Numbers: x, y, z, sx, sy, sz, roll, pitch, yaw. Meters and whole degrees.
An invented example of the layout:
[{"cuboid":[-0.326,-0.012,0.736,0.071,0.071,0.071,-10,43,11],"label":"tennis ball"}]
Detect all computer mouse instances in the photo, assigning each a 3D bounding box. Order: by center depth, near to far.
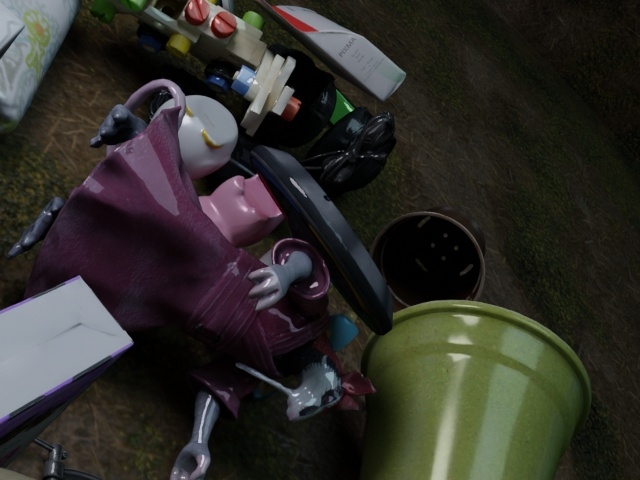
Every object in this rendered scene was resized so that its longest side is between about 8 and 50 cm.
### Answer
[{"cuboid":[-0.126,-0.122,1.371,0.262,0.060,0.184,31,27,-27],"label":"computer mouse"}]

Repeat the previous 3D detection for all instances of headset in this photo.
[{"cuboid":[0.020,-0.180,1.504,0.243,0.185,0.394,40,19,-19],"label":"headset"}]

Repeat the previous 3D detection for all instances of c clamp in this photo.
[{"cuboid":[-0.211,0.241,0.864,0.137,0.022,0.161,33,31,-39],"label":"c clamp"}]

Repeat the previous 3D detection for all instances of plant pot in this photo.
[{"cuboid":[0.147,0.252,1.151,0.276,0.276,0.254,41,42,-18],"label":"plant pot"},{"cuboid":[0.167,0.026,1.523,0.167,0.167,0.165,52,20,1],"label":"plant pot"}]

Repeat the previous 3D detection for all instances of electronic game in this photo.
[{"cuboid":[0.000,0.000,1.051,0.229,0.048,0.229,53,-5,7],"label":"electronic game"}]

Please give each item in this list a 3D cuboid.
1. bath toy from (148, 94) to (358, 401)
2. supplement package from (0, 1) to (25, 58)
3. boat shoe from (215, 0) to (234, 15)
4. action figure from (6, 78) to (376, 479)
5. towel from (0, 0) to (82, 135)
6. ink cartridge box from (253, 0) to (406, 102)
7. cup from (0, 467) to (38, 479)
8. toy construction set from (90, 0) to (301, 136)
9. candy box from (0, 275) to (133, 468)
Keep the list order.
[{"cuboid":[-0.106,0.001,1.178,0.151,0.129,0.348,-10,67,-56],"label":"bath toy"},{"cuboid":[-0.420,-0.176,0.842,0.262,0.145,0.204,43,53,-15],"label":"supplement package"},{"cuboid":[-0.192,-0.442,1.604,0.114,0.091,0.303,87,-8,-50],"label":"boat shoe"},{"cuboid":[-0.107,0.058,1.030,0.370,0.248,0.276,36,24,-13],"label":"action figure"},{"cuboid":[-0.437,-0.309,1.101,0.374,0.090,0.321,38,34,-23],"label":"towel"},{"cuboid":[-0.012,-0.279,1.345,0.224,0.056,0.181,38,4,-30],"label":"ink cartridge box"},{"cuboid":[-0.198,0.267,0.591,0.331,0.331,0.237,12,26,-49],"label":"cup"},{"cuboid":[-0.148,-0.269,1.276,0.327,0.215,0.151,43,72,-7],"label":"toy construction set"},{"cuboid":[-0.252,0.127,0.743,0.070,0.196,0.165,50,29,4],"label":"candy box"}]
